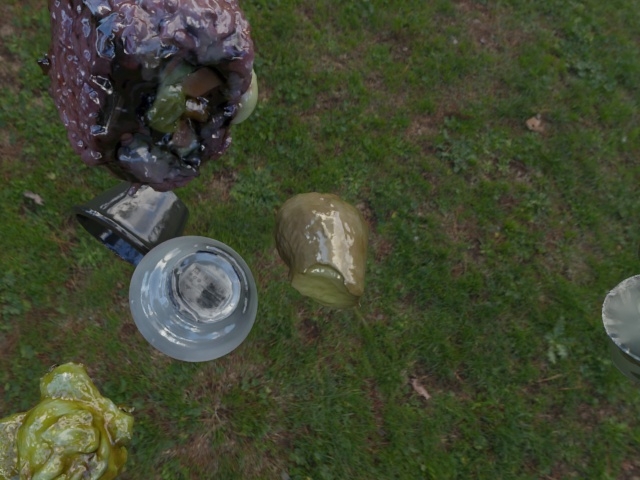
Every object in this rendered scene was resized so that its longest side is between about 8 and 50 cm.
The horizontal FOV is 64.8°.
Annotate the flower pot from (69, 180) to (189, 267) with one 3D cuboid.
[{"bbox_3d":[-0.414,-0.044,1.172,0.269,0.269,0.166,34,69,1],"label":"flower pot"}]

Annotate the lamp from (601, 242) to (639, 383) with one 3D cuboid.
[{"bbox_3d":[0.367,0.073,0.534,0.121,0.215,0.121,-11,46,12],"label":"lamp"}]

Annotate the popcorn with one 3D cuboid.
[{"bbox_3d":[-0.626,0.492,1.203,0.325,0.290,0.321,16,111,-31],"label":"popcorn"}]

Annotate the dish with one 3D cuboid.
[{"bbox_3d":[-0.233,0.099,0.987,0.260,0.085,0.260,10,66,-24],"label":"dish"}]

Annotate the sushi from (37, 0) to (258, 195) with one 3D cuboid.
[{"bbox_3d":[-0.180,-0.192,0.593,0.236,0.270,0.171,-6,57,-40],"label":"sushi"}]

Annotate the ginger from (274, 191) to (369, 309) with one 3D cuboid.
[{"bbox_3d":[0.000,0.000,0.734,0.137,0.267,0.152,5,112,-6],"label":"ginger"}]
